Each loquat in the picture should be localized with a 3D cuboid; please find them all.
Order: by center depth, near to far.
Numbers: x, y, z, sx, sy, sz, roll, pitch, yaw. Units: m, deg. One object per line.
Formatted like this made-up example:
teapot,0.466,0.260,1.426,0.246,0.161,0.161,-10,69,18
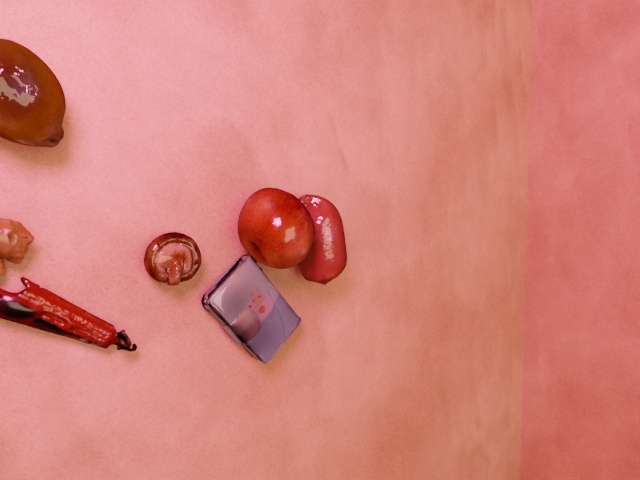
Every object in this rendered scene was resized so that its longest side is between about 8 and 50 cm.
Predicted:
loquat,-0.533,-0.252,0.777,0.152,0.152,0.195,-42,109,-27

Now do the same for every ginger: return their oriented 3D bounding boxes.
ginger,-0.645,-0.055,0.755,0.118,0.065,0.299,-48,122,-12

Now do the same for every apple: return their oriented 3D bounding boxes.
apple,-0.112,-0.023,1.082,0.201,0.201,0.162,55,53,-28

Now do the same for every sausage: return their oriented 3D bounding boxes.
sausage,0.000,0.000,1.211,0.148,0.148,0.254,-10,101,-36

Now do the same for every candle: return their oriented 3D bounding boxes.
candle,-0.507,0.165,0.892,0.301,0.059,0.084,38,84,-32

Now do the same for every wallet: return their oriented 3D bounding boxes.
wallet,-0.172,0.178,1.138,0.176,0.075,0.250,-48,120,-27

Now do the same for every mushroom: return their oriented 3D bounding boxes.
mushroom,-0.329,0.039,0.995,0.127,0.087,0.127,-9,104,-38
